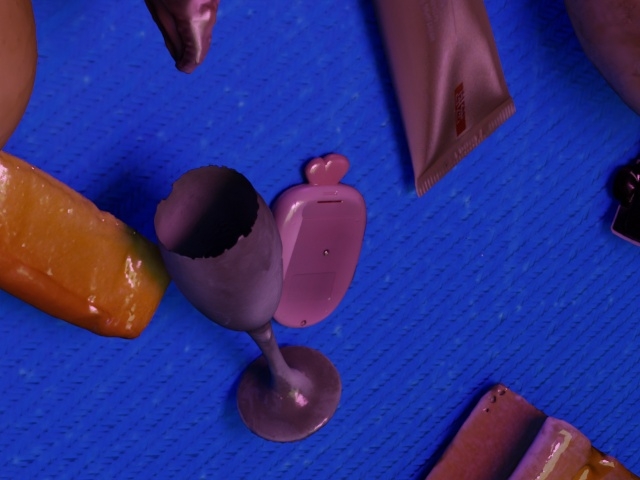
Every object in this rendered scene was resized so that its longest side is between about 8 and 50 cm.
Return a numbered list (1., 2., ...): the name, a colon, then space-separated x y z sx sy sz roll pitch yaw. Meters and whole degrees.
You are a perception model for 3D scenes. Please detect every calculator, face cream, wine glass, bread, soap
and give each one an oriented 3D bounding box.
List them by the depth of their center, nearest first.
1. bread: -0.222 0.000 1.449 0.245 0.102 0.094 33 83 -41
2. wine glass: 0.000 0.000 1.546 0.264 0.096 0.309 -44 149 -16
3. face cream: 0.094 -0.201 1.595 0.137 0.084 0.341 -42 136 -24
4. calculator: -0.005 0.002 1.647 0.103 0.024 0.166 -3 114 -34
5. soap: 0.198 0.349 1.866 0.293 0.156 0.335 33 90 -37

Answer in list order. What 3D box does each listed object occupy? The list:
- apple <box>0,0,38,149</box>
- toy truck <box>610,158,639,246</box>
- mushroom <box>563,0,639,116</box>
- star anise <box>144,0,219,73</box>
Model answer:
1. apple: -0.327 -0.143 1.220 0.258 0.233 0.295 -21 121 -29
2. toy truck: 0.381 -0.101 1.825 0.125 0.101 0.242 10 103 -50
3. mushroom: 0.383 -0.237 1.622 0.352 0.260 0.352 2 82 -17
4. star anise: -0.114 -0.302 1.287 0.109 0.292 0.349 -15 148 -32
